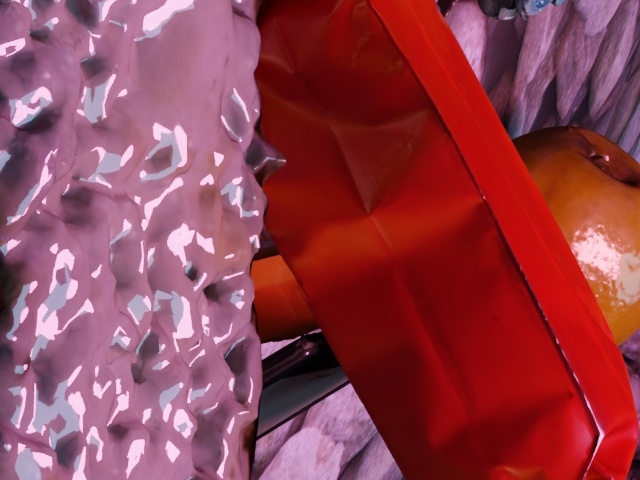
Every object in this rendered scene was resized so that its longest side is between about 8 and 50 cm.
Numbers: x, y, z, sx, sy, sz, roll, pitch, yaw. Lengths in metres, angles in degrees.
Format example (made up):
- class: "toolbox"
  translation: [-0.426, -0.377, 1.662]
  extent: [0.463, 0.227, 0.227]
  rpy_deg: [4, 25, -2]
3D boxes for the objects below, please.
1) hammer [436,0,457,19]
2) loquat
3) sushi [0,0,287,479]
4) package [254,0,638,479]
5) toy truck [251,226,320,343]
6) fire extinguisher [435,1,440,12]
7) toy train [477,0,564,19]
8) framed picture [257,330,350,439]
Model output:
- class: "hammer"
  translation: [0.075, -0.151, 1.200]
  extent: [0.297, 0.027, 0.125]
  rpy_deg: [-60, -157, 14]
- class: "loquat"
  translation: [0.267, 0.012, 1.651]
  extent: [0.275, 0.275, 0.275]
  rpy_deg: [-53, 159, -30]
- class: "sushi"
  translation: [-0.122, -0.039, 0.484]
  extent: [0.196, 0.182, 0.343]
  rpy_deg: [3, 85, -70]
- class: "package"
  translation: [0.054, -0.012, 0.823]
  extent: [0.123, 0.423, 0.196]
  rpy_deg: [-27, -172, 15]
- class: "toy truck"
  translation: [0.000, 0.000, 1.001]
  extent: [0.270, 0.135, 0.114]
  rpy_deg: [-15, 140, -21]
- class: "fire extinguisher"
  translation: [0.034, -0.085, 1.141]
  extent: [0.093, 0.118, 0.294]
  rpy_deg: [14, 106, -30]
- class: "toy train"
  translation: [0.198, -0.288, 1.254]
  extent: [0.154, 0.107, 0.198]
  rpy_deg: [-36, 154, -36]
- class: "framed picture"
  translation: [-0.100, 0.145, 0.927]
  extent: [0.347, 0.016, 0.265]
  rpy_deg: [-33, 168, 18]
